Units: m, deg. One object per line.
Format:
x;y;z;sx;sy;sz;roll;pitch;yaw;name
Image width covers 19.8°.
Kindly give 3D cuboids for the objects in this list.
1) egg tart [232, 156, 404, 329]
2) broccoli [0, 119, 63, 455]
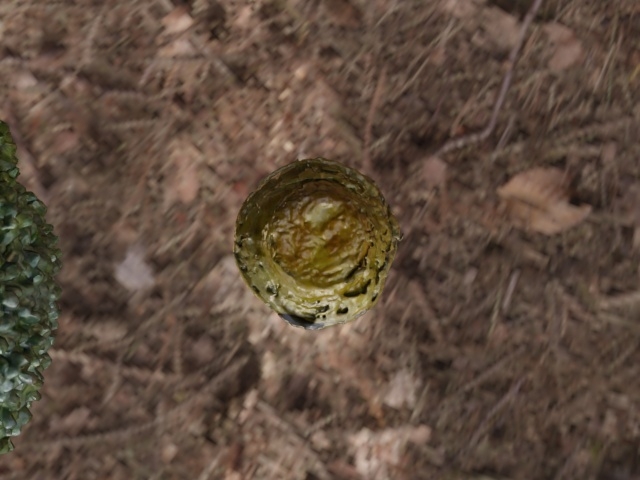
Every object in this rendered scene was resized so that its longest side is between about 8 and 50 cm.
0.000;0.000;1.360;0.130;0.052;0.130;1;82;-4;egg tart
-0.253;0.051;1.008;0.235;0.260;0.288;36;124;14;broccoli
